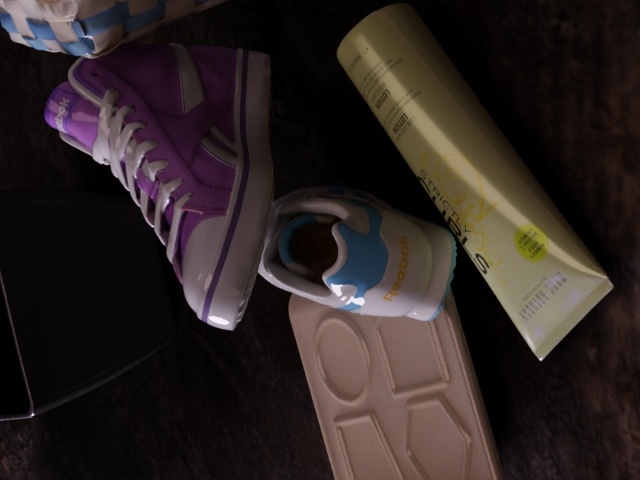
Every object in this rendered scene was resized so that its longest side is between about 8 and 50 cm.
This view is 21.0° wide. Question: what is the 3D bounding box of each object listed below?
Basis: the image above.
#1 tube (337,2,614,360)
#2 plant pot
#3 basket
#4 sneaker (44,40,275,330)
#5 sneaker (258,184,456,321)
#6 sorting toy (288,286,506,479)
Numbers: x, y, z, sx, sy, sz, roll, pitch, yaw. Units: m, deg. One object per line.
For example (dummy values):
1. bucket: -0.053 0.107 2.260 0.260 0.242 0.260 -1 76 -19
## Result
1. tube: 0.096 -0.043 1.099 0.240 0.062 0.070 57 -177 17
2. plant pot: -0.236 0.049 1.500 0.187 0.167 0.188 -14 88 56
3. basket: -0.166 -0.289 1.216 0.201 0.255 0.289 22 129 52
4. sneaker: -0.117 -0.046 1.200 0.282 0.161 0.102 -96 19 -54
5. sneaker: 0.000 0.000 1.188 0.229 0.092 0.087 9 86 62
6. sorting toy: 0.057 0.113 1.227 0.193 0.038 0.208 -22 78 55
